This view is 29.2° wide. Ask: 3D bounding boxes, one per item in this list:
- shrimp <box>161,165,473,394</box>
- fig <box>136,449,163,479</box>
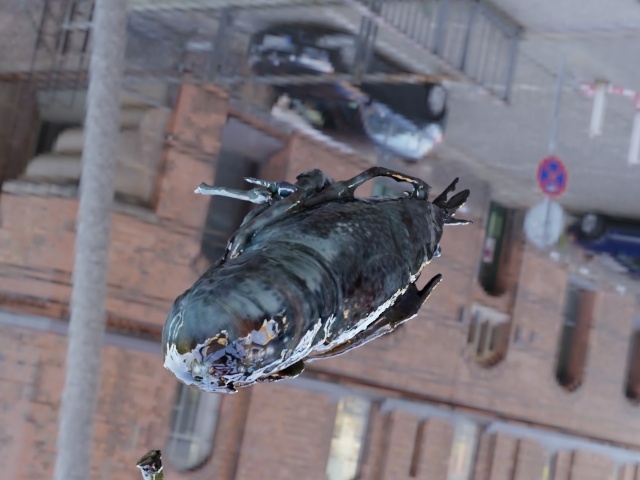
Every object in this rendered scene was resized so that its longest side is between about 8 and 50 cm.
[{"bbox_3d":[-0.001,0.001,0.921,0.137,0.172,0.372,-33,180,30],"label":"shrimp"},{"bbox_3d":[-0.156,0.234,0.764,0.124,0.236,0.124,35,177,2],"label":"fig"}]
